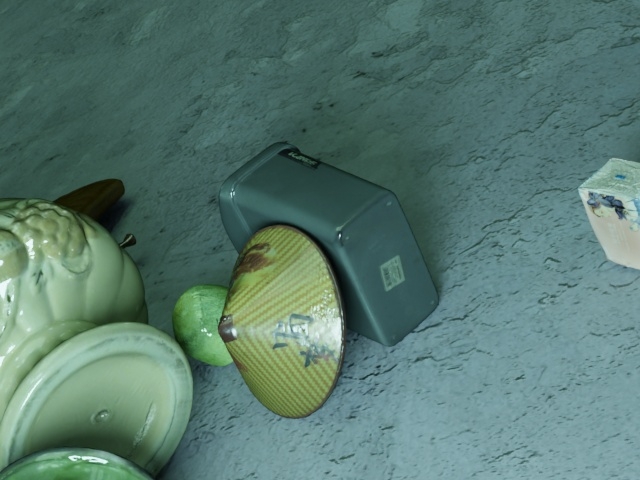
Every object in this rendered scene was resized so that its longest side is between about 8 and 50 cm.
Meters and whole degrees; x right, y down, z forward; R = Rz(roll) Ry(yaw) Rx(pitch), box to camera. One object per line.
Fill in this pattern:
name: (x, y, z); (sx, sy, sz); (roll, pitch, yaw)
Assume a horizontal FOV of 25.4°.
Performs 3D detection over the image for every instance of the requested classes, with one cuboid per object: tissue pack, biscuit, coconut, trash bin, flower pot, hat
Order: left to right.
flower pot: (-0.276, 0.123, 1.412); (0.307, 0.307, 0.244); (-40, 48, -19)
biscuit: (-0.376, -0.022, 1.926); (0.215, 0.034, 0.182); (-19, 19, 28)
coconut: (-0.111, 0.090, 1.516); (0.088, 0.096, 0.088); (-17, 67, 46)
hat: (-0.063, 0.081, 1.368); (0.082, 0.193, 0.193); (-3, 11, -39)
trash bin: (0.000, 0.000, 1.468); (0.101, 0.177, 0.236); (-38, 34, -22)
tissue pack: (0.295, -0.022, 1.330); (0.059, 0.094, 0.074); (-42, 35, -25)

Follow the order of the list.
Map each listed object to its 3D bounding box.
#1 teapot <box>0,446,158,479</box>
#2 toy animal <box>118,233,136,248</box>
teapot: (-0.183, 0.322, 1.134); (0.270, 0.200, 0.337); (0, 31, -1)
toy animal: (-0.305, 0.075, 1.733); (0.149, 0.054, 0.275); (-14, 30, 18)
